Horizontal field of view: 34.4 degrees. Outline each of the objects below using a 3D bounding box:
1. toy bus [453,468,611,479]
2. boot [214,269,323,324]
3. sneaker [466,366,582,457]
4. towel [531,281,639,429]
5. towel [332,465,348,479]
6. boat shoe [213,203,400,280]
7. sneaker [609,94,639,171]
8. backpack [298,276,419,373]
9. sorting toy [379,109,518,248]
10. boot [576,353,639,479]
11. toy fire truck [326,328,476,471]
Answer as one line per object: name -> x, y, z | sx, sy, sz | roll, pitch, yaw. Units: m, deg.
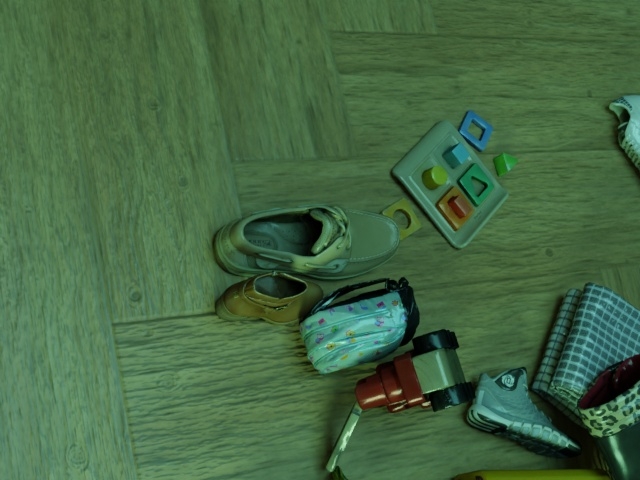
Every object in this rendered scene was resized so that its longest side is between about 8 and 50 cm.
toy bus -> 0.333, 0.451, 1.721 | 0.333, 0.108, 0.130 | 6, 70, -27
boot -> -0.054, 0.085, 1.612 | 0.197, 0.152, 0.072 | -9, 77, -31
sneaker -> 0.370, 0.291, 1.814 | 0.229, 0.086, 0.132 | 24, 61, -18
towel -> 0.551, 0.243, 1.907 | 0.284, 0.121, 0.235 | 33, 61, -15
towel -> 0.109, 0.444, 1.607 | 0.237, 0.102, 0.021 | 45, 90, -6
boat shoe -> 0.000, 0.000, 1.696 | 0.341, 0.110, 0.121 | -6, 76, -30
sneaker -> 0.675, -0.193, 2.159 | 0.095, 0.090, 0.235 | -10, 74, -18
backpack -> 0.060, 0.142, 1.661 | 0.182, 0.152, 0.115 | -13, 64, -18
sorting toy -> 0.248, -0.109, 1.907 | 0.196, 0.047, 0.347 | 48, 58, -6
boot -> 0.618, 0.324, 1.791 | 0.377, 0.138, 0.284 | -31, 96, -26
toy fire truck -> 0.114, 0.254, 1.651 | 0.247, 0.217, 0.158 | -19, 80, 10
